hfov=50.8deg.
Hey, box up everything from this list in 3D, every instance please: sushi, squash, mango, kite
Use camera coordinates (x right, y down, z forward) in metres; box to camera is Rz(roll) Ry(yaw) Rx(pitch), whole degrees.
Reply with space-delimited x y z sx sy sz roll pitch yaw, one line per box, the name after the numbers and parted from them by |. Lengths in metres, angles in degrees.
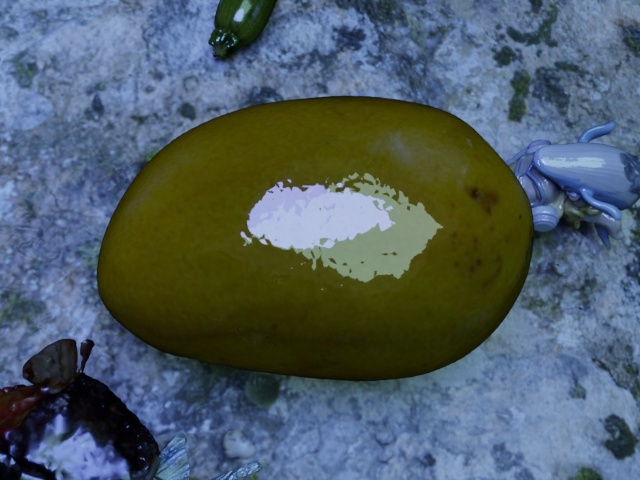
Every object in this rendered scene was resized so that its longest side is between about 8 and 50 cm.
-0.279 0.249 0.578 0.182 0.196 0.343 40 71 -8 | sushi
-0.076 -0.338 0.840 0.069 0.069 0.258 17 73 -10 | squash
0.000 0.000 0.697 0.445 0.232 0.300 -6 83 -8 | mango
-0.134 0.268 0.709 0.152 0.005 0.137 -7 77 -16 | kite

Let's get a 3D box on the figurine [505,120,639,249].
0.317 -0.062 0.844 0.208 0.183 0.129 30 58 -45 | figurine
